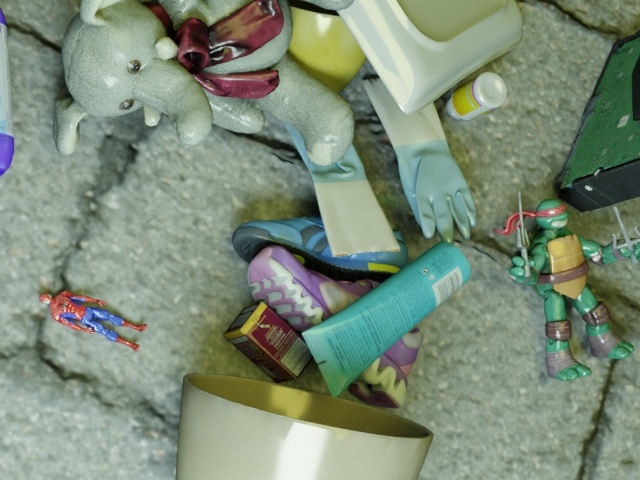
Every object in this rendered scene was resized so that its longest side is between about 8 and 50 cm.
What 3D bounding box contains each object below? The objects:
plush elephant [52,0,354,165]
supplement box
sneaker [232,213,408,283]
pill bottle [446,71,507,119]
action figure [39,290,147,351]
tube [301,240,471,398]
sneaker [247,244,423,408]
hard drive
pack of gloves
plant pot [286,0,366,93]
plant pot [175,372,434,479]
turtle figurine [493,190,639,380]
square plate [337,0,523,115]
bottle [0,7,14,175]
[{"bbox_3d":[-0.142,-0.194,1.519,0.330,0.272,0.255,32,51,16],"label":"plush elephant"},{"bbox_3d":[-0.054,0.110,1.611,0.083,0.055,0.043,43,66,-12],"label":"supplement box"},{"bbox_3d":[0.000,0.000,1.657,0.209,0.069,0.082,12,60,-21],"label":"sneaker"},{"bbox_3d":[0.180,-0.166,1.756,0.043,0.083,0.043,5,78,-24],"label":"pill bottle"},{"bbox_3d":[-0.236,0.079,1.549,0.115,0.030,0.038,23,76,-17],"label":"action figure"},{"bbox_3d":[0.072,0.076,1.582,0.207,0.052,0.080,-36,105,-28],"label":"tube"},{"bbox_3d":[0.024,0.076,1.626,0.236,0.095,0.104,44,69,-22],"label":"sneaker"},{"bbox_3d":[0.421,-0.168,1.727,0.064,0.339,0.237,34,67,-18],"label":"hard drive"},{"bbox_3d":[0.062,-0.078,1.694,0.195,0.046,0.232,-6,60,-24],"label":"pack of gloves"},{"bbox_3d":[-0.002,-0.217,1.669,0.134,0.134,0.095,2,109,-24],"label":"plant pot"},{"bbox_3d":[-0.044,0.295,1.497,0.256,0.256,0.274,13,91,-22],"label":"plant pot"},{"bbox_3d":[0.292,0.036,1.753,0.175,0.118,0.234,-17,103,-12],"label":"turtle figurine"},{"bbox_3d":[0.091,-0.339,1.684,0.347,0.049,0.344,58,35,-3],"label":"square plate"},{"bbox_3d":[-0.373,-0.201,1.502,0.118,0.092,0.283,-1,80,-24],"label":"bottle"}]
